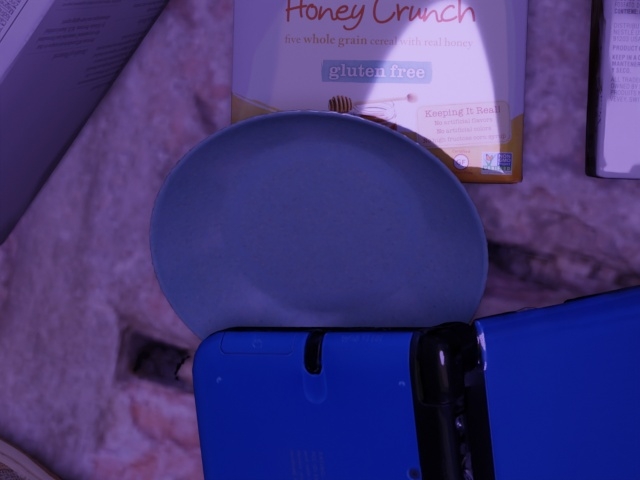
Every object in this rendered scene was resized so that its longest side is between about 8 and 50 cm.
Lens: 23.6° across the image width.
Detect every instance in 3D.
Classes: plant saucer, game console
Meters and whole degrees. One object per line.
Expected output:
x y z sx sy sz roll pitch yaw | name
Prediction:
0.000 0.000 0.884 0.194 0.037 0.195 4 126 5 | plant saucer
0.085 0.179 0.886 0.250 0.173 0.293 -2 97 34 | game console

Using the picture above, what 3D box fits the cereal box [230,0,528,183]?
0.036 -0.155 0.892 0.173 0.047 0.240 1 94 7 | cereal box

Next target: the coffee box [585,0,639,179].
0.199 -0.155 0.830 0.098 0.141 0.247 3 92 6 | coffee box

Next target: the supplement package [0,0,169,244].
-0.217 -0.137 0.827 0.198 0.199 0.263 39 106 3 | supplement package

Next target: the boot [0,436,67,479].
-0.212 0.213 0.861 0.262 0.203 0.095 24 128 2 | boot
